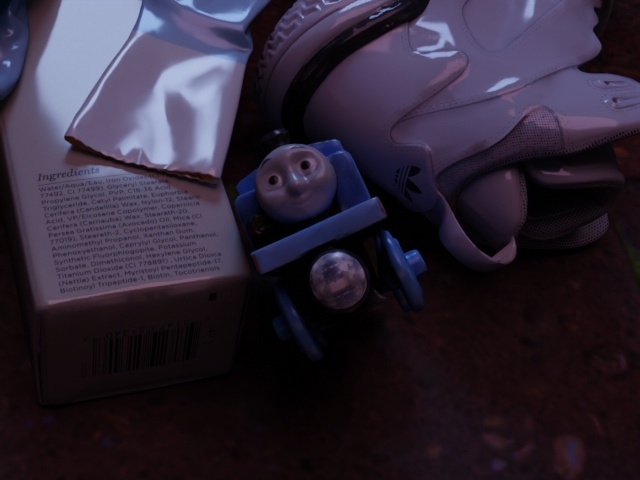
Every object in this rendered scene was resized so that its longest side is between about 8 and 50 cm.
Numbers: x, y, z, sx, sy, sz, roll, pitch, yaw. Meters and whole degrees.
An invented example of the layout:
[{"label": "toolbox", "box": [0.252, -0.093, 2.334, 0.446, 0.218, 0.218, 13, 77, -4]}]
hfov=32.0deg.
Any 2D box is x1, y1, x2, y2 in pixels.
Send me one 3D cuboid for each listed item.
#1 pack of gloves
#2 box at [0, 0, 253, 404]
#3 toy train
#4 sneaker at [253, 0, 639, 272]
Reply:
[{"label": "pack of gloves", "box": [-0.121, -0.150, 0.627, 0.195, 0.046, 0.232, 15, 49, -1]}, {"label": "box", "box": [-0.130, -0.051, 0.636, 0.113, 0.094, 0.275, -7, 53, -18]}, {"label": "toy train", "box": [0.000, 0.000, 0.569, 0.080, 0.184, 0.105, -26, 87, 1]}, {"label": "sneaker", "box": [0.153, -0.121, 0.732, 0.366, 0.137, 0.210, -33, 66, -27]}]
